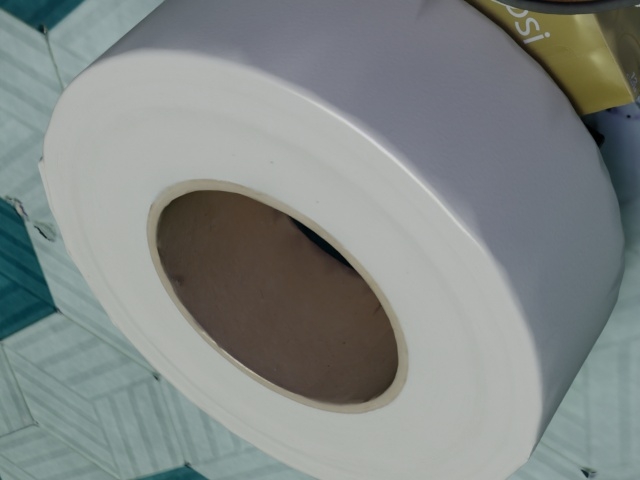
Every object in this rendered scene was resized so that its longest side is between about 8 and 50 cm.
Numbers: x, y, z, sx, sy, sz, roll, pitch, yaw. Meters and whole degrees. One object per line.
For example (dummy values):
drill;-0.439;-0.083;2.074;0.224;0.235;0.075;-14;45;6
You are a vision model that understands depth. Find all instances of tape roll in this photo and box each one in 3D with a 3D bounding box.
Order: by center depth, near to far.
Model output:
tape roll;0.000;0.000;0.598;0.286;0.100;0.286;25;143;20

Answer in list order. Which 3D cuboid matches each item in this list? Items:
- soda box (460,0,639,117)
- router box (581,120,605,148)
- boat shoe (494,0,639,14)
soda box;0.086;-0.142;0.518;0.058;0.061;0.181;-13;116;41
router box;0.041;-0.053;0.637;0.179;0.046;0.133;36;139;7
boat shoe;0.164;-0.124;0.425;0.233;0.079;0.084;-6;113;12
